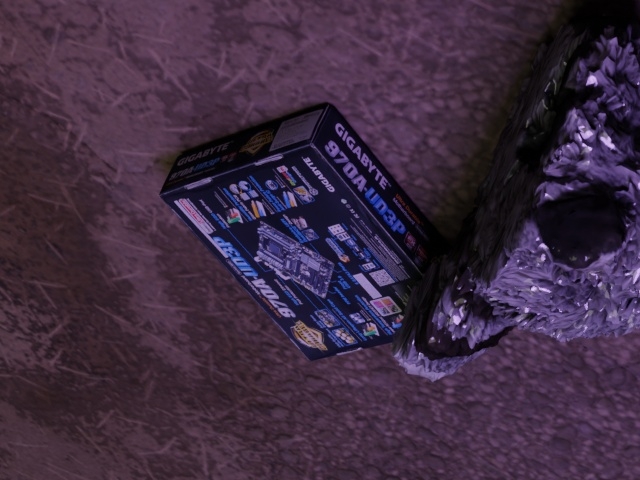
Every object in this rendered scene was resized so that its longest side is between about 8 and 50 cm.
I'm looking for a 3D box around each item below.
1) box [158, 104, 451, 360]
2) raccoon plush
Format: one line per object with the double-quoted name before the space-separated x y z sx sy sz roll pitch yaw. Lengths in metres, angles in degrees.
"box" 0.000 0.000 1.651 0.175 0.051 0.220 -17 126 40
"raccoon plush" 0.262 0.004 1.450 0.299 0.216 0.446 19 160 -8
